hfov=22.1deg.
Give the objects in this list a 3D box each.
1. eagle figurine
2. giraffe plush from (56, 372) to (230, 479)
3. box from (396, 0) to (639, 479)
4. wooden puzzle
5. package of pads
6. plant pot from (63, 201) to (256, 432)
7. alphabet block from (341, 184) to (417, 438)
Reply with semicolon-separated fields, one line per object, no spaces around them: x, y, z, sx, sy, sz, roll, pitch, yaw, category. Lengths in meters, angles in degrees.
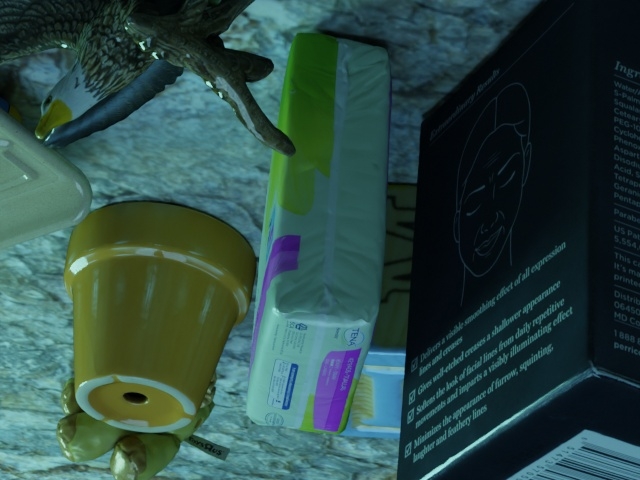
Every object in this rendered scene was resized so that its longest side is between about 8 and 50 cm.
-0.184;-0.169;1.380;0.298;0.225;0.226;13;118;52;eagle figurine
-0.190;0.170;1.901;0.210;0.181;0.170;11;134;-9;giraffe plush
0.229;0.020;1.359;0.212;0.395;0.293;18;146;-19;box
-0.437;-0.109;1.583;0.322;0.080;0.348;-17;136;31;wooden puzzle
0.000;0.000;1.461;0.101;0.296;0.229;7;148;-3;package of pads
-0.180;0.092;1.737;0.205;0.188;0.205;5;147;3;plant pot
0.103;0.075;1.653;0.193;0.197;0.192;4;148;4;alphabet block
